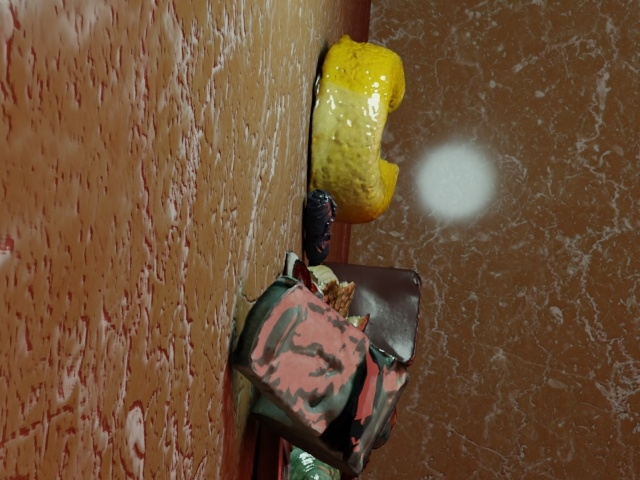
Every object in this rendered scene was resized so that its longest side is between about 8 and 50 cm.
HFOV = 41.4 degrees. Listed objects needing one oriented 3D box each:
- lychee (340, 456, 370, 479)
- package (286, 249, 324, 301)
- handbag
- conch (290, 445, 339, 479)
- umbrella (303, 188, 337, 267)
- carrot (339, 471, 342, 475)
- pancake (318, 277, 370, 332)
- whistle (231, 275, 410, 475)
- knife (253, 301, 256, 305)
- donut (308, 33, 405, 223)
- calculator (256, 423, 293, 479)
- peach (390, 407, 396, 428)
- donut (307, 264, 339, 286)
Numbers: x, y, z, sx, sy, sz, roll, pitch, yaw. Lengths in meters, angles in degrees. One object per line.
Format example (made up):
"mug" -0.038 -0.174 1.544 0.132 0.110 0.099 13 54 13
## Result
"lychee" 0.041 0.515 2.142 0.238 0.200 0.200 47 46 -63
"package" -0.025 0.155 1.489 0.194 0.071 0.269 -103 -171 -80
"handbag" 0.119 0.193 2.184 0.084 0.275 0.260 82 15 -75
"conch" -0.030 0.488 1.673 0.176 0.122 0.188 -57 161 -19
"umbrella" -0.004 0.004 1.776 0.071 0.071 0.248 -78 173 -54
"carrot" -0.005 0.606 1.965 0.066 0.066 0.314 -76 -173 -61
"pancake" 0.019 0.200 1.713 0.212 0.056 0.257 34 76 -56
"whistle" 0.009 0.203 1.196 0.168 0.188 0.405 -59 162 -18
"knife" -0.066 0.159 1.281 0.256 0.022 0.046 75 21 -53
"donut" 0.085 -0.221 1.869 0.377 0.163 0.435 -56 153 -66
"calculator" -0.071 0.312 1.457 0.220 0.048 0.330 84 10 -61
"peach" 0.063 0.385 1.948 0.243 0.243 0.200 -47 137 -82
"donut" -0.007 0.125 1.761 0.108 0.065 0.166 -24 120 -57
